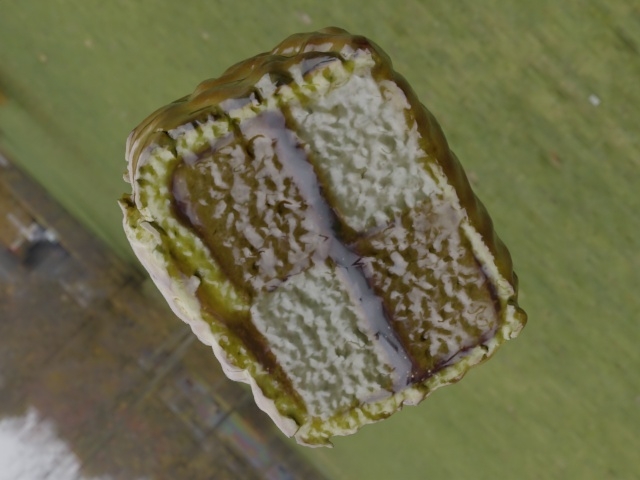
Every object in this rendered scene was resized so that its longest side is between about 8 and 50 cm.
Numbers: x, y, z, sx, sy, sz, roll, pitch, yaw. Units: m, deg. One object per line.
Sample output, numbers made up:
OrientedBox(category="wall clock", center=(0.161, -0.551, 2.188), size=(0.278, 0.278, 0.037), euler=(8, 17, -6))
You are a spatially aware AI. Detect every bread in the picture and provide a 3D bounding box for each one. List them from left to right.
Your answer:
OrientedBox(category="bread", center=(0.000, 0.000, 0.866), size=(0.222, 0.181, 0.096), euler=(58, 179, -17))
